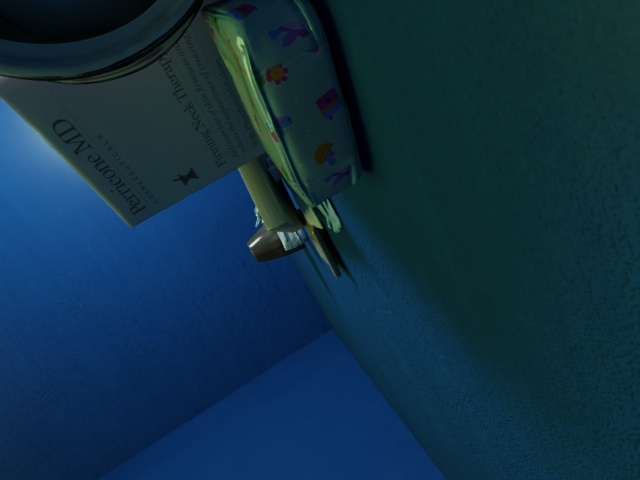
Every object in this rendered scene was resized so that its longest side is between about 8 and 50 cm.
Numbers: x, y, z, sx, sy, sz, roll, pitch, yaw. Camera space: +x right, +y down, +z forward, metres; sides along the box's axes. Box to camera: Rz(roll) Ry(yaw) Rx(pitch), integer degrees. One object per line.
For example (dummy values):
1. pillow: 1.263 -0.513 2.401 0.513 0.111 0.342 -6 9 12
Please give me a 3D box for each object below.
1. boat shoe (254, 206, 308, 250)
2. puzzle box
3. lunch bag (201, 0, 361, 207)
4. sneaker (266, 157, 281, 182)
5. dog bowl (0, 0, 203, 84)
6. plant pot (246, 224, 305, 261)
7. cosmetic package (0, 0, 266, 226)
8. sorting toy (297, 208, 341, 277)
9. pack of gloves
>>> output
1. boat shoe: -0.211 -0.112 1.690 0.367 0.156 0.136 57 171 9
2. puzzle box: -0.146 -0.152 1.165 0.272 0.052 0.409 64 -176 2
3. lunch bag: -0.051 -0.204 0.561 0.224 0.108 0.279 55 171 50
4. sneaker: -0.112 -0.207 1.122 0.054 0.061 0.152 54 -173 -27
5. dog bowl: -0.318 -0.377 0.471 0.408 0.408 0.150 61 171 -12
6. plant pot: -0.225 0.002 1.930 0.215 0.230 0.215 56 171 13
7. cosmetic package: -0.322 -0.312 0.796 0.327 0.393 0.329 52 171 38
8. sorting toy: 0.000 0.000 1.277 0.193 0.038 0.208 63 176 -25
9. pack of gloves: -0.023 -0.127 0.979 0.195 0.046 0.232 22 147 58
